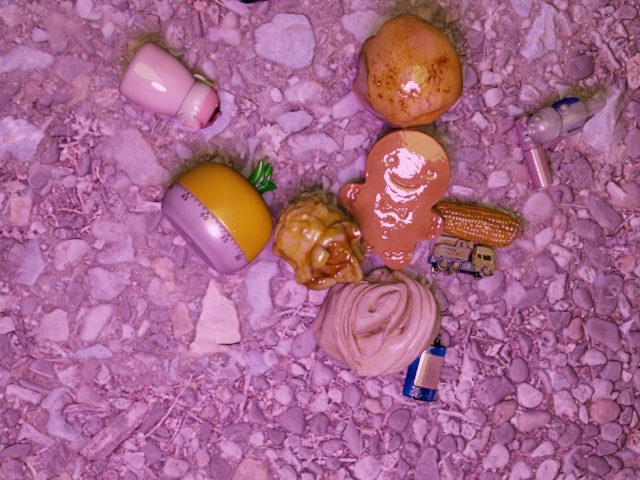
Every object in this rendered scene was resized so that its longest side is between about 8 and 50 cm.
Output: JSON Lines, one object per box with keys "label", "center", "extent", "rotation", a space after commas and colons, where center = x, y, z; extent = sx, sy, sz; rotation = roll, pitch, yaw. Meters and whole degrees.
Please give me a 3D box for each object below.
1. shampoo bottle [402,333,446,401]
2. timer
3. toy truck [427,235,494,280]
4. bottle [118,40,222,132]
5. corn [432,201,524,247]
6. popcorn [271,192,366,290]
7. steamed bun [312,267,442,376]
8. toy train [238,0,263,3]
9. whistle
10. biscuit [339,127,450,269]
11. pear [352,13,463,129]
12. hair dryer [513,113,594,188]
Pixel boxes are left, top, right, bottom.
{"label": "shampoo bottle", "center": [0.277, 0.327, 1.702], "extent": [0.087, 0.050, 0.182], "rotation": [14, 92, -4]}
{"label": "timer", "center": [-0.206, -0.083, 1.530], "extent": [0.285, 0.285, 0.285], "rotation": [0, 93, -6]}
{"label": "toy truck", "center": [0.367, 0.043, 1.686], "extent": [0.169, 0.077, 0.100], "rotation": [9, 79, -3]}
{"label": "bottle", "center": [-0.347, -0.355, 1.556], "extent": [0.237, 0.147, 0.147], "rotation": [31, 90, -15]}
{"label": "corn", "center": [0.398, -0.043, 1.674], "extent": [0.262, 0.097, 0.097], "rotation": [12, 92, -4]}
{"label": "popcorn", "center": [0.000, 0.000, 1.544], "extent": [0.195, 0.255, 0.256], "rotation": [-42, 133, 14]}
{"label": "steamed bun", "center": [0.152, 0.210, 1.604], "extent": [0.289, 0.203, 0.276], "rotation": [25, 94, -9]}
{"label": "toy train", "center": [-0.152, -0.666, 1.577], "extent": [0.198, 0.107, 0.154], "rotation": [-15, 102, -5]}
{"label": "whistle", "center": [0.610, -0.310, 1.634], "extent": [0.245, 0.110, 0.092], "rotation": [-24, 59, -10]}
{"label": "biscuit", "center": [0.190, -0.102, 1.607], "extent": [0.275, 0.052, 0.354], "rotation": [23, 111, 1]}
{"label": "pear", "center": [0.212, -0.403, 1.554], "extent": [0.271, 0.271, 0.271], "rotation": [0, 93, -6]}
{"label": "hair dryer", "center": [0.637, -0.258, 1.715], "extent": [0.220, 0.054, 0.195], "rotation": [-18, 94, -11]}
